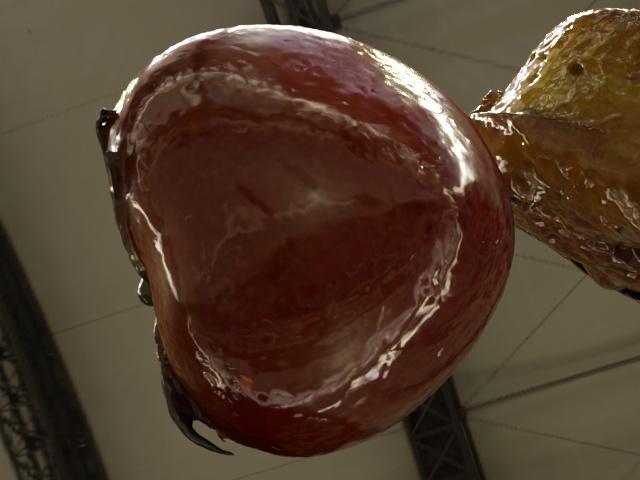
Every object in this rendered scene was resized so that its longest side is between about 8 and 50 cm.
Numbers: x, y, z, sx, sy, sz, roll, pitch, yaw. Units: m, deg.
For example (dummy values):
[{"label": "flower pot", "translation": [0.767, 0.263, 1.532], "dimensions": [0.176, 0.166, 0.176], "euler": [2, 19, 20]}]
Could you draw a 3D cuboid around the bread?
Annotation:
[{"label": "bread", "translation": [0.302, -0.054, 0.901], "dimensions": [0.358, 0.337, 0.204], "euler": [24, -101, 30]}]

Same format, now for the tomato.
[{"label": "tomato", "translation": [0.000, 0.000, 0.396], "dimensions": [0.167, 0.167, 0.167], "euler": [-1, -96, 7]}]
